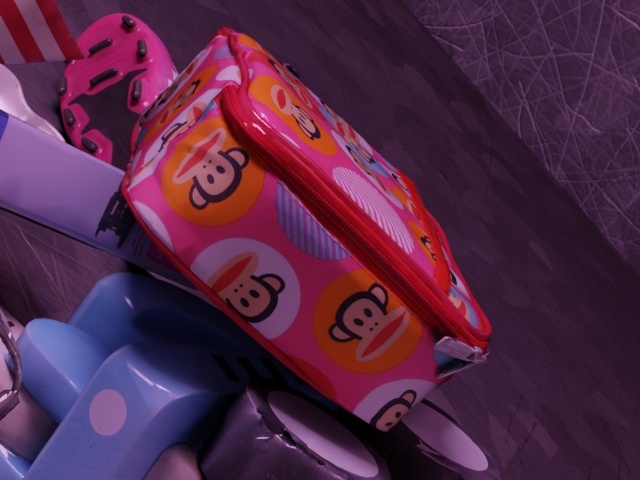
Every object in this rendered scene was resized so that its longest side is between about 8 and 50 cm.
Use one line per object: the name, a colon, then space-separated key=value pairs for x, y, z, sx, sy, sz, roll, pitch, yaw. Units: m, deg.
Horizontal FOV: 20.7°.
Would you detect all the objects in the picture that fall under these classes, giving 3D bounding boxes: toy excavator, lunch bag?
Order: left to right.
toy excavator: x=-0.173 y=0.098 z=1.106 sx=0.445 sy=0.222 sz=0.433 roll=41 pitch=15 yaw=28
lunch bag: x=0.000 y=0.000 z=1.108 sx=0.258 sy=0.120 sz=0.293 roll=44 pitch=9 yaw=-15

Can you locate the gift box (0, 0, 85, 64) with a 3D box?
gift box: x=-0.214 y=-0.265 z=1.095 sx=0.276 sy=0.255 sz=0.258 roll=45 pitch=1 yaw=-25

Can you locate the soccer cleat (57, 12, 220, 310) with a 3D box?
soccer cleat: x=-0.149 y=-0.068 z=1.605 sx=0.143 sy=0.116 sz=0.331 roll=50 pitch=13 yaw=-49

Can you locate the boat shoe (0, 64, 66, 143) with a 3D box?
boat shoe: x=-0.265 y=-0.105 z=1.507 sx=0.125 sy=0.038 sz=0.046 roll=44 pitch=60 yaw=9

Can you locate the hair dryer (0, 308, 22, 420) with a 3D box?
hair dryer: x=-0.256 y=0.128 z=0.848 sx=0.223 sy=0.080 sz=0.293 roll=6 pitch=62 yaw=-16

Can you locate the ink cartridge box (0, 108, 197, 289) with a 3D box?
ink cartridge box: x=-0.224 y=-0.056 z=1.146 sx=0.186 sy=0.065 sz=0.311 roll=20 pitch=-2 yaw=39
